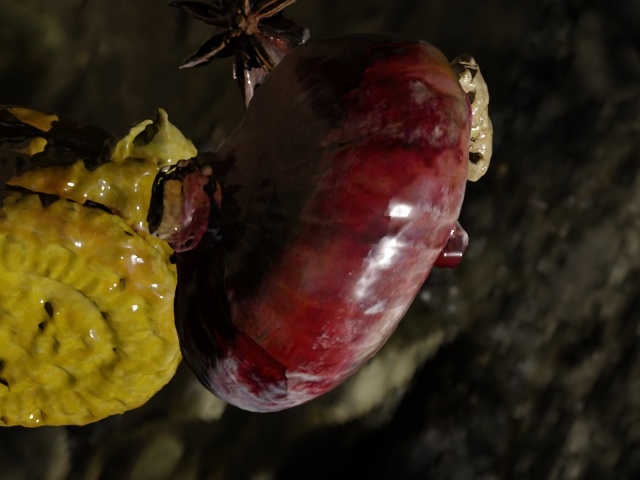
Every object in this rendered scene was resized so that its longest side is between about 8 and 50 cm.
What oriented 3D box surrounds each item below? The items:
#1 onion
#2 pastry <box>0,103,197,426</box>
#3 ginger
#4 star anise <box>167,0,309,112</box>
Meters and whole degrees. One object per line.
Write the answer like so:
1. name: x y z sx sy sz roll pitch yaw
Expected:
1. onion: 0.000 0.000 0.908 0.151 0.098 0.206 8 115 -37
2. pastry: -0.183 0.027 1.247 0.240 0.235 0.132 71 27 -50
3. ginger: 0.132 -0.114 1.677 0.173 0.051 0.069 55 26 -66
4. star anise: -0.052 -0.159 1.319 0.042 0.141 0.141 -25 140 -50
